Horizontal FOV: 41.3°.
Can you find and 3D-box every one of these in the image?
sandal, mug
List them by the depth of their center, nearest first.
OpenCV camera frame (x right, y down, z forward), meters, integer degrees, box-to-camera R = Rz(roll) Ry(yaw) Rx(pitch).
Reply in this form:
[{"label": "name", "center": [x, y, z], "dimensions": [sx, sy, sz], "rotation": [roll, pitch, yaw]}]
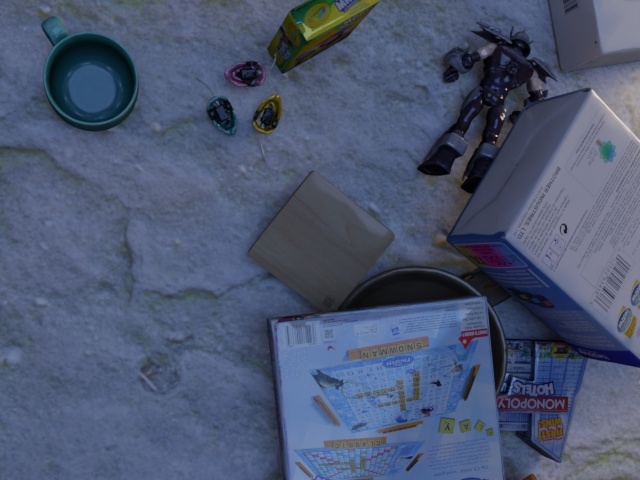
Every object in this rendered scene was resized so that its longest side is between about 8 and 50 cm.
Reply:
[{"label": "mug", "center": [-0.326, -0.235, 1.214], "dimensions": [0.129, 0.097, 0.158], "rotation": [-3, 88, -13]}, {"label": "sandal", "center": [0.238, 0.099, 1.355], "dimensions": [0.219, 0.060, 0.090], "rotation": [-27, 94, -12]}]

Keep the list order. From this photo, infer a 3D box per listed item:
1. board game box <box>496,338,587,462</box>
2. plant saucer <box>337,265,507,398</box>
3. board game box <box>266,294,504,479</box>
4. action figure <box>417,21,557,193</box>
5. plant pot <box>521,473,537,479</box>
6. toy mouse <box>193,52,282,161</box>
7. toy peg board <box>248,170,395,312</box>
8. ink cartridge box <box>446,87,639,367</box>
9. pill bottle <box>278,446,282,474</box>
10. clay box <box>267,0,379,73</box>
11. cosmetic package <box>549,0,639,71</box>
[{"label": "board game box", "center": [0.334, 0.257, 1.373], "dimensions": [0.194, 0.060, 0.194], "rotation": [3, 87, -13]}, {"label": "plant saucer", "center": [0.146, 0.176, 1.309], "dimensions": [0.277, 0.041, 0.278], "rotation": [0, 93, 3]}, {"label": "board game box", "center": [0.096, 0.252, 1.220], "dimensions": [0.318, 0.066, 0.318], "rotation": [-5, 89, -11]}, {"label": "action figure", "center": [0.265, -0.222, 1.356], "dimensions": [0.185, 0.099, 0.285], "rotation": [28, 79, -4]}, {"label": "plant pot", "center": [0.308, 0.527, 1.266], "dimensions": [0.203, 0.291, 0.291], "rotation": [-31, 96, 6]}, {"label": "toy mouse", "center": [-0.125, -0.218, 1.285], "dimensions": [0.143, 0.031, 0.161], "rotation": [18, 99, -15]}, {"label": "toy peg board", "center": [0.000, 0.000, 1.305], "dimensions": [0.161, 0.079, 0.161], "rotation": [38, 97, -9]}, {"label": "ink cartridge box", "center": [0.422, 0.007, 1.285], "dimensions": [0.395, 0.151, 0.270], "rotation": [38, 75, -19]}, {"label": "pill bottle", "center": [0.022, 0.325, 1.285], "dimensions": [0.160, 0.087, 0.087], "rotation": [15, 85, -13]}, {"label": "clay box", "center": [0.004, -0.315, 1.229], "dimensions": [0.127, 0.222, 0.053], "rotation": [-32, 96, -11]}, {"label": "cosmetic package", "center": [0.505, -0.412, 1.390], "dimensions": [0.224, 0.138, 0.224], "rotation": [-10, 91, -12]}]
